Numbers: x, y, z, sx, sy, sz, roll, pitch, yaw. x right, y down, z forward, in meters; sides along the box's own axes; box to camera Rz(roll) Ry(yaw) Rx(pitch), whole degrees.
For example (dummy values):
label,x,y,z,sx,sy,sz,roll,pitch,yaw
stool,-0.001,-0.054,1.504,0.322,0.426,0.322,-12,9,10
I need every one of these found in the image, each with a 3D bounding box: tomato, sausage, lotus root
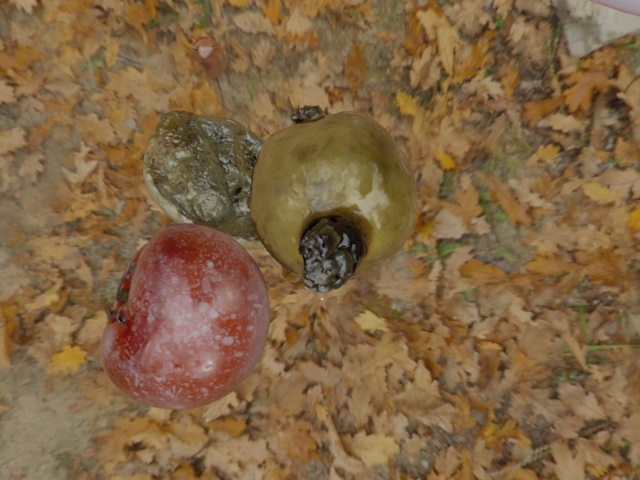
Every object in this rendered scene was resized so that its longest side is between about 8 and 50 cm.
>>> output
label,x,y,z,sx,sy,sz,roll,pitch,yaw
tomato,-0.190,0.116,1.187,0.227,0.270,0.270,26,86,-20
sausage,-0.236,-0.391,1.735,0.065,0.169,0.065,0,90,-2
lotus root,0.014,-0.038,0.871,0.183,0.310,0.182,-1,114,-2

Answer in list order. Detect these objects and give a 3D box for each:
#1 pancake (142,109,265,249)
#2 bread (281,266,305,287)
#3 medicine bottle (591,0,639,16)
label,x,y,z,sx,sy,sz,roll,pitch,yaw
pancake,-0.215,-0.133,1.806,0.387,0.387,0.082,43,130,3
bread,0.000,0.000,1.488,0.077,0.200,0.116,30,52,-14
medicine bottle,0.199,-0.284,0.448,0.253,0.241,0.252,12,44,-12
